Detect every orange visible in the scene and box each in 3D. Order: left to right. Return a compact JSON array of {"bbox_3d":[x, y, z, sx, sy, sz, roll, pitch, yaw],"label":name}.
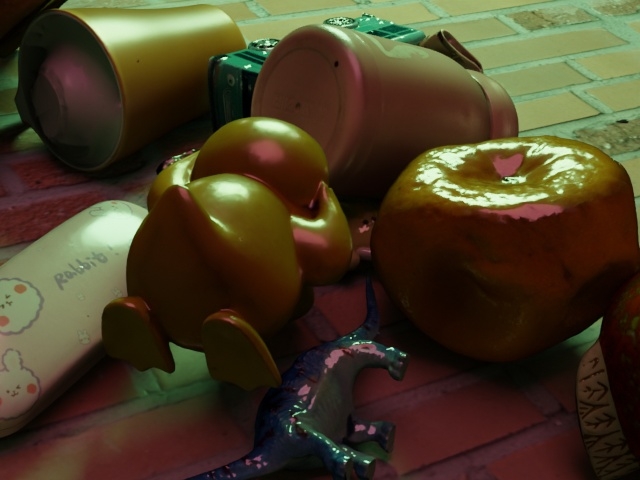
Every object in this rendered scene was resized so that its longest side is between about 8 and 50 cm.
[{"bbox_3d":[0.176,0.005,0.928,0.248,0.183,0.249,-5,26,2],"label":"orange"}]

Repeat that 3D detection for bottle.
[{"bbox_3d":[0.084,-0.145,1.080,0.296,0.173,0.207,1,71,-41],"label":"bottle"}]

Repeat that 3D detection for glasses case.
[{"bbox_3d":[-0.230,0.059,0.877,0.113,0.075,0.297,36,40,6],"label":"glasses case"}]

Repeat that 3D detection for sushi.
[{"bbox_3d":[-0.142,-0.072,1.127,0.083,0.044,0.046,-23,66,-31],"label":"sushi"}]

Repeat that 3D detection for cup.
[{"bbox_3d":[-0.232,-0.194,1.191,0.226,0.182,0.264,-6,14,41],"label":"cup"}]

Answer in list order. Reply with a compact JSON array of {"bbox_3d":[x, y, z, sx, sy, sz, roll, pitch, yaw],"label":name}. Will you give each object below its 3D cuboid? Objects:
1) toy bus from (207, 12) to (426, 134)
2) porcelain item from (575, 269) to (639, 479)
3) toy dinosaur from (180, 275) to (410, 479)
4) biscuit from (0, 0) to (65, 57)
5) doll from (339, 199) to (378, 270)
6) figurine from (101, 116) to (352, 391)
[{"bbox_3d":[0.003,-0.185,1.206,0.256,0.128,0.147,-24,34,-34],"label":"toy bus"},{"bbox_3d":[0.328,0.137,0.786,0.252,0.253,0.253,4,36,-3],"label":"porcelain item"},{"bbox_3d":[0.003,0.142,0.811,0.144,0.076,0.329,18,45,34],"label":"toy dinosaur"},{"bbox_3d":[-0.396,-0.242,1.146,0.064,0.283,0.432,50,34,-16],"label":"biscuit"},{"bbox_3d":[0.000,0.000,1.018,0.162,0.062,0.106,-18,37,-28],"label":"doll"},{"bbox_3d":[-0.074,0.003,0.858,0.215,0.215,0.228,18,23,16],"label":"figurine"}]
